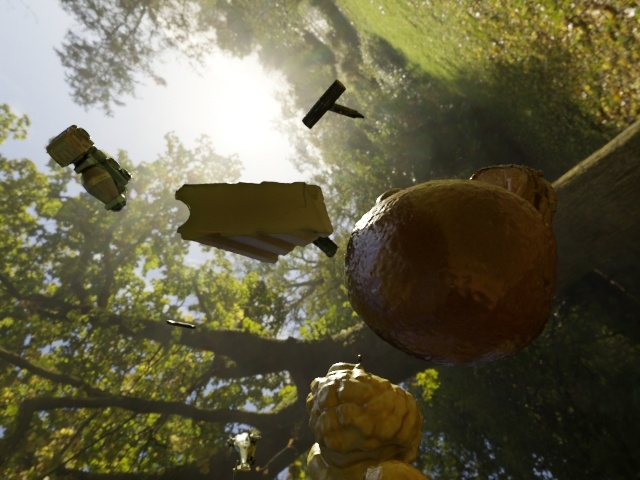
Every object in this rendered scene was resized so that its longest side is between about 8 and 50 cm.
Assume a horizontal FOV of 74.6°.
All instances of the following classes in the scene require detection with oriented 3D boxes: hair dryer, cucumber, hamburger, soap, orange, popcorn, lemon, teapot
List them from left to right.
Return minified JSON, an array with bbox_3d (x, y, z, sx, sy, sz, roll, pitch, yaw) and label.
[{"bbox_3d":[-0.156,-0.071,1.036,0.302,0.258,0.158,18,-121,-47],"label":"soap"},{"bbox_3d":[0.000,-0.001,1.397,0.187,0.058,0.058,39,-164,-53],"label":"cucumber"},{"bbox_3d":[0.057,-0.415,1.383,0.195,0.173,0.050,17,-139,-47],"label":"hair dryer"},{"bbox_3d":[0.095,0.512,1.109,0.349,0.381,0.349,21,161,8],"label":"popcorn"},{"bbox_3d":[0.139,0.114,1.496,0.200,0.077,0.107,35,146,45],"label":"teapot"},{"bbox_3d":[0.156,0.499,0.832,0.155,0.114,0.114,20,-175,25],"label":"lemon"},{"bbox_3d":[0.211,0.052,0.745,0.357,0.321,0.322,7,168,38],"label":"orange"},{"bbox_3d":[0.534,-0.103,1.195,0.211,0.245,0.260,23,-145,-25],"label":"hamburger"}]

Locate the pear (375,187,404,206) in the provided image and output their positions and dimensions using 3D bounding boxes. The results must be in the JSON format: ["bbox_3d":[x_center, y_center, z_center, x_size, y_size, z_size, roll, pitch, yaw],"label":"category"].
[{"bbox_3d":[0.316,-0.121,1.699,0.197,0.197,0.197,42,-163,-16],"label":"pear"}]

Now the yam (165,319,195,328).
[{"bbox_3d":[-0.464,0.282,1.399,0.107,0.014,0.014,24,-153,-40],"label":"yam"}]

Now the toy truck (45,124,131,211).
[{"bbox_3d":[-0.670,-0.203,1.231,0.256,0.108,0.140,53,-173,-28],"label":"toy truck"}]

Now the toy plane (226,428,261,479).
[{"bbox_3d":[-0.253,0.693,1.374,0.108,0.091,0.286,16,174,-11],"label":"toy plane"}]
